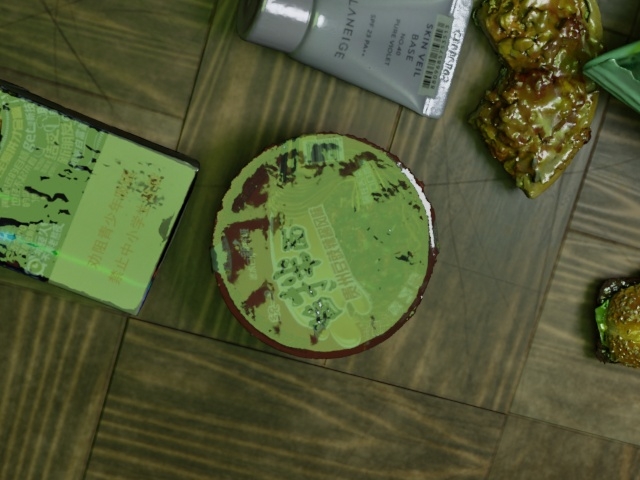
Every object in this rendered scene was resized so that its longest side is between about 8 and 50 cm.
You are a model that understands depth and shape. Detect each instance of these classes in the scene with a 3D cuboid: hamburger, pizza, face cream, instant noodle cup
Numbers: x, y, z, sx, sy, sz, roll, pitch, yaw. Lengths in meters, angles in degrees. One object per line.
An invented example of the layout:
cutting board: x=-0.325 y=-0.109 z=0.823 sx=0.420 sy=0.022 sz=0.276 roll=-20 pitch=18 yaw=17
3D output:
hamburger: x=0.427 y=0.099 z=1.621 sx=0.166 sy=0.087 sz=0.137 roll=-2 pitch=100 yaw=-6
pizza: x=0.262 y=-0.201 z=1.551 sx=0.161 sy=0.085 sz=0.305 roll=3 pitch=98 yaw=-6
face cream: x=0.042 y=-0.245 z=1.524 sx=0.274 sy=0.096 sz=0.154 roll=11 pitch=96 yaw=-22
instant noodle cup: x=0.000 y=0.000 z=1.553 sx=0.274 sy=0.091 sz=0.273 roll=-1 pitch=100 yaw=-7

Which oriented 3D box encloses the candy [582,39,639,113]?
candy: x=0.500 y=-0.273 z=1.530 sx=0.263 sy=0.172 sz=0.397 roll=35 pitch=82 yaw=-15

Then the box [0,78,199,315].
box: x=-0.318 y=-0.057 z=1.510 sx=0.310 sy=0.084 sz=0.198 roll=22 pitch=97 yaw=-10
